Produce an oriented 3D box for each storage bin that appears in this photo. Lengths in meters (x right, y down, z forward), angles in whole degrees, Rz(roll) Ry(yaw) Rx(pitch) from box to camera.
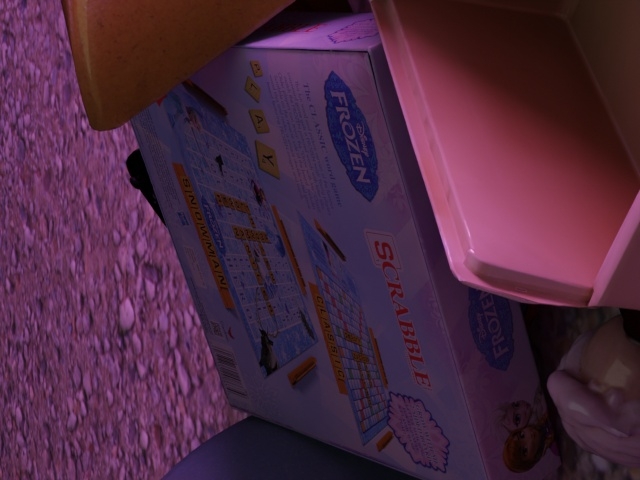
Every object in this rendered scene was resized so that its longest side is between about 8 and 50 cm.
[{"bbox_3d":[0.133,-0.143,0.708,0.260,0.123,0.262,-102,24,-48],"label":"storage bin"}]

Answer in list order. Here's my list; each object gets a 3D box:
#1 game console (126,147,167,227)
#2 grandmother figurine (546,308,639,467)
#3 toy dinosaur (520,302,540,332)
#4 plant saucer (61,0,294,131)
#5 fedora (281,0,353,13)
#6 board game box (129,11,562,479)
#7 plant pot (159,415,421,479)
[{"bbox_3d":[-0.045,-0.032,1.212,0.361,0.044,0.213,-6,114,59],"label":"game console"},{"bbox_3d":[0.204,-0.011,0.810,0.208,0.104,0.342,-91,12,-54],"label":"grandmother figurine"},{"bbox_3d":[0.141,0.028,1.005,0.090,0.047,0.082,53,141,-8],"label":"toy dinosaur"},{"bbox_3d":[-0.071,-0.280,1.046,0.333,0.081,0.333,-34,43,14],"label":"plant saucer"},{"bbox_3d":[-0.023,-0.146,1.193,0.194,0.079,0.194,38,147,31],"label":"fedora"},{"bbox_3d":[0.000,0.000,1.059,0.318,0.066,0.318,13,126,52],"label":"board game box"},{"bbox_3d":[-0.049,0.269,1.201,0.290,0.195,0.290,12,103,61],"label":"plant pot"}]
